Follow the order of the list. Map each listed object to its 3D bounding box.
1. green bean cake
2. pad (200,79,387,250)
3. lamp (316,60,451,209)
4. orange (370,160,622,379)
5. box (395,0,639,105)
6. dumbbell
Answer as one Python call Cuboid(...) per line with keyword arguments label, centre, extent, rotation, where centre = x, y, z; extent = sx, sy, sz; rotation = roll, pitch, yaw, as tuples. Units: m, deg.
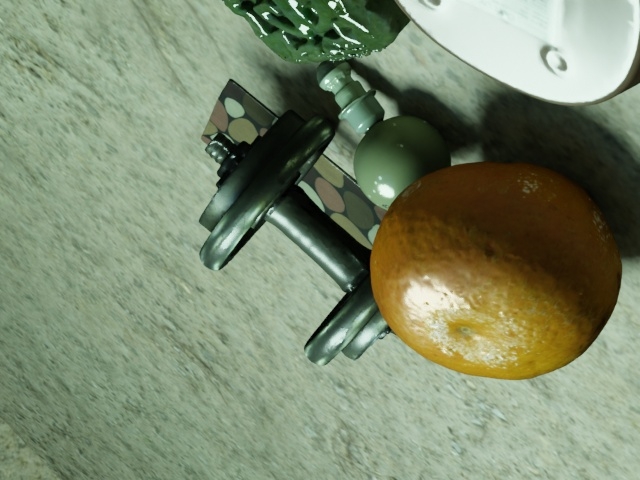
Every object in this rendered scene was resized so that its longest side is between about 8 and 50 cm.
Cuboid(label="green bean cake", centre=(-0.017, -0.240, 1.725), extent=(0.185, 0.094, 0.183), rotation=(46, 154, -23))
Cuboid(label="pad", centre=(-0.023, -0.065, 2.104), extent=(0.235, 0.003, 0.158), rotation=(40, 155, 3))
Cuboid(label="lamp", centre=(0.051, -0.105, 1.861), extent=(0.163, 0.091, 0.091), rotation=(53, 157, 12))
Cuboid(label="orange", centre=(0.155, 0.020, 1.778), extent=(0.224, 0.170, 0.224), rotation=(10, 140, 9))
Cuboid(label="box", centre=(0.172, -0.247, 1.302), extent=(0.301, 0.216, 0.301), rotation=(31, 151, 20))
Cuboid(label="dumbbell", centre=(0.000, 0.000, 1.956), extent=(0.290, 0.192, 0.192), rotation=(41, 155, 0))
